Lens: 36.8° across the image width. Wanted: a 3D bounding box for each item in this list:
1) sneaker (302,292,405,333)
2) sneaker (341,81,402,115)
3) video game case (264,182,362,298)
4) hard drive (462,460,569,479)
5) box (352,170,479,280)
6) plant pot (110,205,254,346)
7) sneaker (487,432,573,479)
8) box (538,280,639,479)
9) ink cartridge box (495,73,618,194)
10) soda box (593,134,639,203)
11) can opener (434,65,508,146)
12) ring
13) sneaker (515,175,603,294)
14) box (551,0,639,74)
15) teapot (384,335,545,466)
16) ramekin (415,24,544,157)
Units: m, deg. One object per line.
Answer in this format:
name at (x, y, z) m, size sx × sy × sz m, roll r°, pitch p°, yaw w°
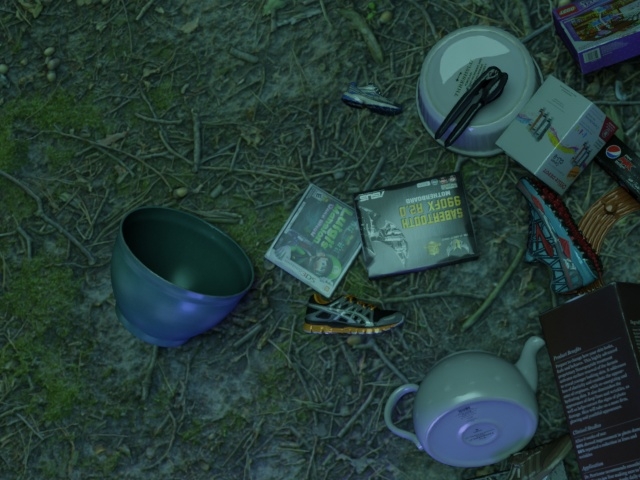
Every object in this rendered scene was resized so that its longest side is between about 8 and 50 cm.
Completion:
sneaker at (0.066, 0.149, 1.967) m, size 0.214 × 0.084 × 0.083 m, roll -1°, pitch 87°, yaw 14°
sneaker at (0.114, -0.309, 2.064) m, size 0.135 × 0.052 × 0.058 m, roll 18°, pitch 80°, yaw 15°
video game case at (0.000, 0.000, 2.046) m, size 0.173 × 0.022 × 0.190 m, roll 32°, pitch 88°, yaw 16°
hard drive at (0.331, 0.568, 1.840) m, size 0.338 × 0.064 × 0.237 m, roll -17°, pitch 76°, yaw 9°
box at (0.194, -0.029, 1.976) m, size 0.230 × 0.056 × 0.183 m, roll -11°, pitch 77°, yaw 5°
plant pot at (-0.311, 0.094, 1.989) m, size 0.293 × 0.293 × 0.196 m, roll 38°, pitch 116°, yaw 17°
sneaker at (0.392, 0.413, 1.788) m, size 0.188 × 0.066 × 0.071 m, roll -44°, pitch 74°, yaw 1°
box at (0.548, 0.284, 1.741) m, size 0.191 × 0.143 × 0.382 m, roll -33°, pitch 61°, yaw 48°
ink cartridge box at (0.462, -0.205, 1.889) m, size 0.176 × 0.128 × 0.127 m, roll -52°, pitch 48°, yaw 12°
soda box at (0.601, -0.145, 1.899) m, size 0.060 × 0.053 × 0.169 m, roll -40°, pitch 61°, yaw 3°
can opener at (0.291, -0.264, 1.879) m, size 0.059 × 0.073 × 0.186 m, roll 46°, pitch 102°, yaw 8°
ring at (0.658, 0.040, 1.880) m, size 0.336 × 0.032 × 0.337 m, roll -2°, pitch 80°, yaw 13°
sneaker at (0.440, -0.009, 1.901) m, size 0.125 × 0.104 × 0.262 m, roll -40°, pitch 59°, yaw 25°
box at (0.629, -0.444, 1.908) m, size 0.293 × 0.057 × 0.201 m, roll -18°, pitch 37°, yaw 10°
teapot at (0.283, 0.299, 1.841) m, size 0.255 × 0.253 × 0.187 m, roll 10°, pitch 39°, yaw -16°
ramekin at (0.324, -0.315, 1.975) m, size 0.272 × 0.127 × 0.273 m, roll -2°, pitch 80°, yaw 12°
